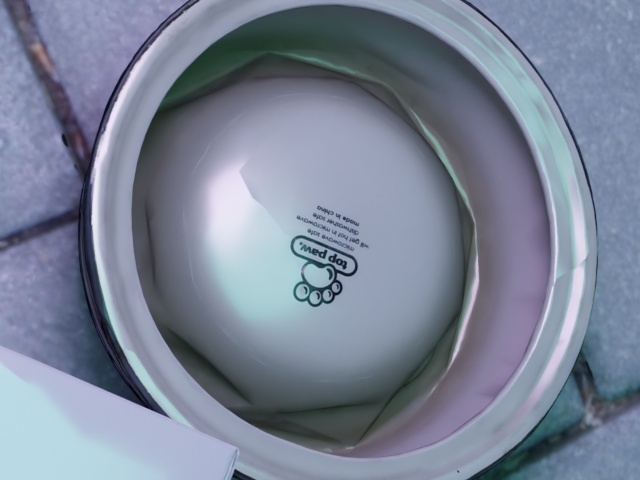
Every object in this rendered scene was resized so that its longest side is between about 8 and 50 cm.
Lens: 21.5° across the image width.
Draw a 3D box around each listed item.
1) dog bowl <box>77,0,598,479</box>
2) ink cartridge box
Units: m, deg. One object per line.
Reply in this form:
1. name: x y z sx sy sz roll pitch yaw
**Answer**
1. dog bowl: 0.000 0.000 1.287 0.408 0.150 0.408 4 80 -23
2. ink cartridge box: -0.211 0.194 1.119 0.198 0.270 0.197 26 74 -17
